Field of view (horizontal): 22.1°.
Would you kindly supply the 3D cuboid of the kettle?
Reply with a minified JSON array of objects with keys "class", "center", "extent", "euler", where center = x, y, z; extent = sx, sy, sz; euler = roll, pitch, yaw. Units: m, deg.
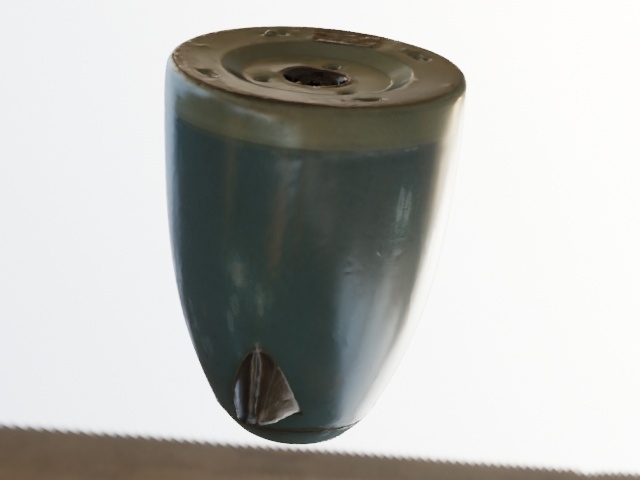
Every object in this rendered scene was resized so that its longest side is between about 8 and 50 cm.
[{"class":"kettle","center":[0.000,0.000,1.423],"extent":[0.247,0.342,0.319],"euler":[11,-157,17]}]
